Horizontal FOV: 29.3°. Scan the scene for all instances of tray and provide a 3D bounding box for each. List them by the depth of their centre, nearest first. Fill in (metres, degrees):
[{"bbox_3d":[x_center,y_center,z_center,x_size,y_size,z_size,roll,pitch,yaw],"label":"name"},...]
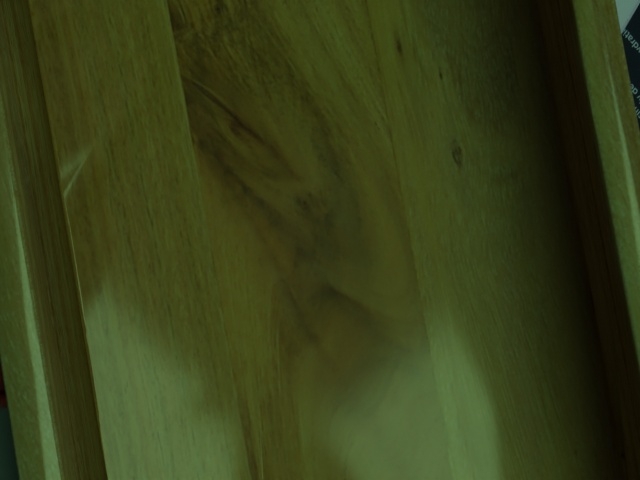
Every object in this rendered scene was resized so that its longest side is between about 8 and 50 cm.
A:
[{"bbox_3d":[0.000,0.000,0.402,0.202,0.076,0.411,-10,87,1],"label":"tray"}]

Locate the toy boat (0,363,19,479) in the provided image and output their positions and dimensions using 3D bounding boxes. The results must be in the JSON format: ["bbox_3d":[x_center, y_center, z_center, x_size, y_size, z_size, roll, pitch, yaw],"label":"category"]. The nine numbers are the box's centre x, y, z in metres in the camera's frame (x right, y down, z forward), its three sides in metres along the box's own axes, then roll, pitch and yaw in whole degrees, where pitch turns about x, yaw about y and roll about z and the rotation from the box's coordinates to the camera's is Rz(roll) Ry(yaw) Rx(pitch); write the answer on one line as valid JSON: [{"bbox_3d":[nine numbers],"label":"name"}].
[{"bbox_3d":[-0.193,0.082,0.369,0.231,0.151,0.151,-3,73,-17],"label":"toy boat"}]

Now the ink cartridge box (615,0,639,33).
[{"bbox_3d":[0.053,-0.172,0.552,0.168,0.171,0.233,31,88,-21],"label":"ink cartridge box"}]

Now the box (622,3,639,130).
[{"bbox_3d":[0.178,-0.092,0.655,0.156,0.093,0.158,44,82,-21],"label":"box"}]
